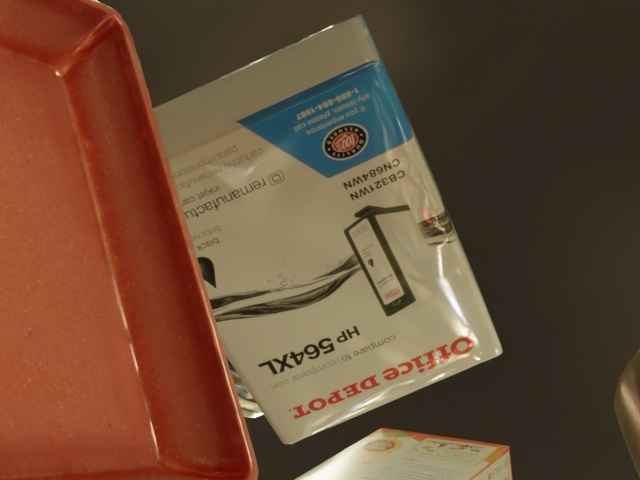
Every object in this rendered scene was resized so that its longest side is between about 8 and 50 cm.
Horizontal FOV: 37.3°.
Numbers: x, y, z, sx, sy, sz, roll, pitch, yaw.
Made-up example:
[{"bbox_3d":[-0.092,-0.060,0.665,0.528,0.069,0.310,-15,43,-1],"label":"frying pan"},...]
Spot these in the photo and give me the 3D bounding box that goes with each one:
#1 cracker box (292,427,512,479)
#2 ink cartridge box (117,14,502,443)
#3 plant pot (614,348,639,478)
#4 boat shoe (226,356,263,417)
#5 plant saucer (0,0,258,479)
[{"bbox_3d":[0.058,0.251,0.883,0.156,0.232,0.067,0,-80,39],"label":"cracker box"},{"bbox_3d":[0.000,0.000,0.544,0.086,0.148,0.203,-103,167,-60],"label":"ink cartridge box"},{"bbox_3d":[0.449,0.220,0.934,0.280,0.323,0.323,-118,-140,-50],"label":"plant pot"},{"bbox_3d":[-0.214,0.062,1.145,0.156,0.500,0.187,-48,-148,21],"label":"boat shoe"},{"bbox_3d":[-0.154,-0.015,0.356,0.048,0.258,0.259,-31,-115,28],"label":"plant saucer"}]
